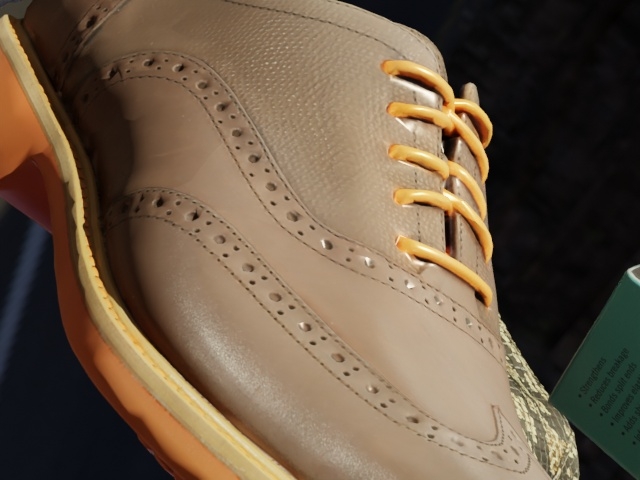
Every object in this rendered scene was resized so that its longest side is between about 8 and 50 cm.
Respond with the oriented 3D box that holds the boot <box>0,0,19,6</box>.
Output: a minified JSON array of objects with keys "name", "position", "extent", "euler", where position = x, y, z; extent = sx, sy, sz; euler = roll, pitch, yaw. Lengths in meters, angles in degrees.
[{"name":"boot","position":[-0.132,-0.150,0.803],"extent":[0.123,0.095,0.258],"euler":[-17,-165,-23]}]

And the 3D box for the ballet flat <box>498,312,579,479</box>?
[{"name":"ballet flat","position":[0.014,-0.003,1.238],"extent":[0.164,0.483,0.182],"euler":[-33,137,4]}]

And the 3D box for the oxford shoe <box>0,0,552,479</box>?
[{"name":"oxford shoe","position":[0.000,0.000,0.560],"extent":[0.133,0.364,0.130],"euler":[-44,136,3]}]

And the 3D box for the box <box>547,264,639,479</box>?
[{"name":"box","position":[0.197,0.097,0.608],"extent":[0.100,0.244,0.060],"euler":[-12,137,-51]}]
